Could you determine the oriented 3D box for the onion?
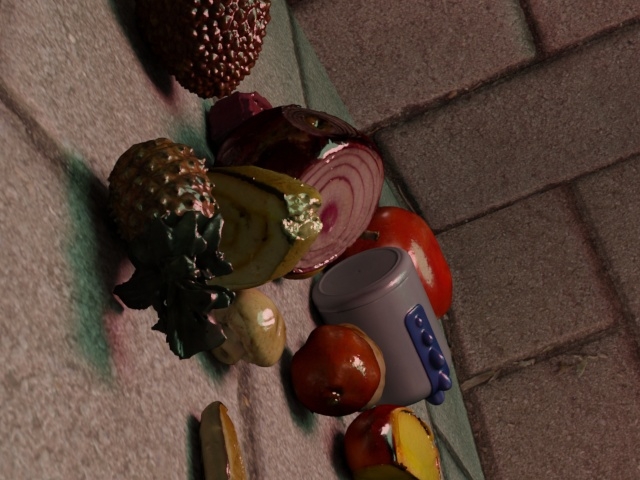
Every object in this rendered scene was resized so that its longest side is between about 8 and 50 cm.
[{"bbox_3d":[-0.063,-0.111,1.809,0.260,0.282,0.336,35,40,29],"label":"onion"}]

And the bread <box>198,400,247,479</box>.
[{"bbox_3d":[-0.129,0.306,1.315,0.073,0.053,0.214,60,11,-50],"label":"bread"}]

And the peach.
[{"bbox_3d":[0.122,0.407,1.987,0.267,0.154,0.159,40,38,-47],"label":"peach"}]

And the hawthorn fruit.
[{"bbox_3d":[0.029,0.242,1.830,0.188,0.169,0.169,-106,171,-75],"label":"hawthorn fruit"}]

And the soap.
[{"bbox_3d":[-0.120,-0.167,2.050,0.182,0.112,0.289,-94,160,-47],"label":"soap"}]

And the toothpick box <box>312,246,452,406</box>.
[{"bbox_3d":[0.160,0.217,2.249,0.263,0.263,0.355,-83,150,-66],"label":"toothpick box"}]

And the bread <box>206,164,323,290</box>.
[{"bbox_3d":[-0.120,-0.018,1.482,0.124,0.257,0.186,-12,101,-69],"label":"bread"}]

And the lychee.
[{"bbox_3d":[-0.204,-0.380,1.781,0.271,0.271,0.271,-22,90,-78],"label":"lychee"}]

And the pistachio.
[{"bbox_3d":[0.059,0.253,2.014,0.144,0.143,0.215,-99,170,-45],"label":"pistachio"}]

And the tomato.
[{"bbox_3d":[0.170,0.080,2.491,0.325,0.293,0.290,70,25,-17],"label":"tomato"}]

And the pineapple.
[{"bbox_3d":[-0.192,0.011,1.295,0.141,0.170,0.310,46,16,-47],"label":"pineapple"}]

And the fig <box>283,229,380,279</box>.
[{"bbox_3d":[-0.010,0.014,2.006,0.160,0.230,0.143,-92,-162,-72],"label":"fig"}]

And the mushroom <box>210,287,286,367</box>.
[{"bbox_3d":[-0.115,0.132,1.532,0.112,0.148,0.148,-51,127,-30],"label":"mushroom"}]
